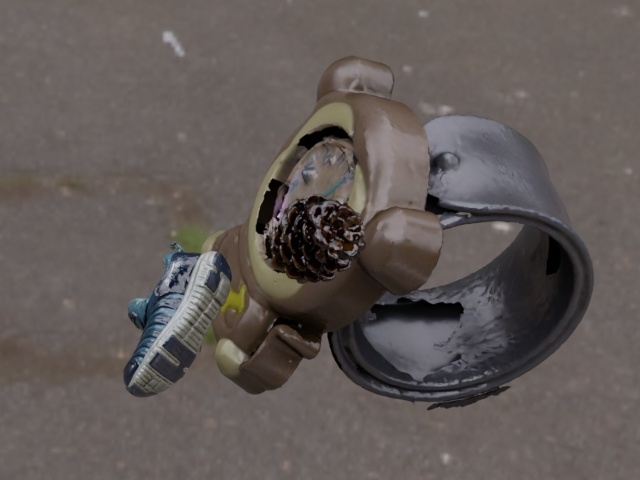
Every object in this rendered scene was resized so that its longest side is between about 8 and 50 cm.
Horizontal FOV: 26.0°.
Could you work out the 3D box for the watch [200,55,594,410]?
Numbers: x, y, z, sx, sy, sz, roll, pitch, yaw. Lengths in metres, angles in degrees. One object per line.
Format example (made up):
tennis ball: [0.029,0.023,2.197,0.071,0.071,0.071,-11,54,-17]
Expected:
watch: [0.093,0.028,1.448,0.327,0.335,0.314,26,32,-32]

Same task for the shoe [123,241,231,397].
shoe: [-0.134,0.068,1.200,0.071,0.143,0.064,20,-14,27]

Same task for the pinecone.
pinecone: [0.000,0.000,1.132,0.077,0.077,0.083,-14,14,-37]
